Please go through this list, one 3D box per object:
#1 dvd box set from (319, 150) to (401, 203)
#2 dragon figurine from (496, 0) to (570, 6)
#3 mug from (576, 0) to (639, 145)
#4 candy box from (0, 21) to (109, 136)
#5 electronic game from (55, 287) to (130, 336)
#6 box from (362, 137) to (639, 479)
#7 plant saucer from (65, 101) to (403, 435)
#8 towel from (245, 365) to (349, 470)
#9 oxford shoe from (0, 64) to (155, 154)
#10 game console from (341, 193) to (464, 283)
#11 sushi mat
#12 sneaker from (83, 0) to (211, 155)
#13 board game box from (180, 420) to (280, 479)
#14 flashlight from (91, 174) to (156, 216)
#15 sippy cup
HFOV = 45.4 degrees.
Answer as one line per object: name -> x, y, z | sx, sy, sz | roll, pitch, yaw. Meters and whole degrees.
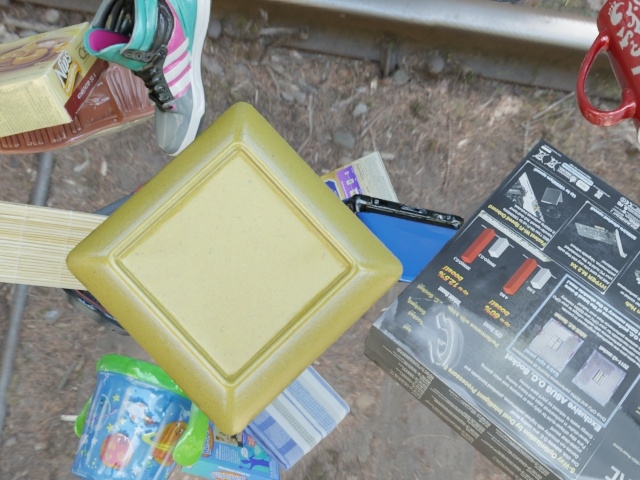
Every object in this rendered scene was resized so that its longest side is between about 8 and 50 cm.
dvd box set -> 0.000, 0.000, 1.819 | 0.421, 0.062, 0.307 | -25, 59, 9
dragon figurine -> 0.201, -0.318, 0.864 | 0.289, 0.085, 0.143 | -2, 96, 37
mug -> 0.359, -0.197, 0.834 | 0.150, 0.113, 0.169 | 3, 58, -19
candy box -> -0.510, -0.234, 1.191 | 0.317, 0.087, 0.182 | -9, 37, 15
electronic game -> -0.497, 0.144, 1.714 | 0.229, 0.229, 0.048 | 34, 83, 3
box -> 0.228, 0.093, 0.616 | 0.307, 0.076, 0.242 | 38, 66, 15
plant saucer -> -0.111, 0.031, 0.997 | 0.333, 0.081, 0.332 | -43, 89, -6
towel -> -0.070, 0.305, 1.459 | 0.209, 0.285, 0.034 | 44, 114, 11
oxford shoe -> -0.470, -0.232, 1.447 | 0.397, 0.146, 0.140 | -14, 86, -15
game console -> 0.145, 0.024, 1.433 | 0.293, 0.250, 0.173 | 10, 73, -39
sushi mat -> -0.405, 0.016, 1.202 | 0.317, 0.019, 0.151 | 8, 125, -19
sneaker -> -0.266, -0.264, 1.158 | 0.179, 0.124, 0.295 | -13, 118, -42
board game box -> -0.196, 0.460, 1.681 | 0.210, 0.160, 0.047 | 21, 115, -15
flashlight -> -0.378, -0.029, 1.421 | 0.304, 0.103, 0.103 | -31, 109, -21
sippy cup -> -0.348, 0.362, 1.447 | 0.240, 0.305, 0.224 | 23, 67, -7
